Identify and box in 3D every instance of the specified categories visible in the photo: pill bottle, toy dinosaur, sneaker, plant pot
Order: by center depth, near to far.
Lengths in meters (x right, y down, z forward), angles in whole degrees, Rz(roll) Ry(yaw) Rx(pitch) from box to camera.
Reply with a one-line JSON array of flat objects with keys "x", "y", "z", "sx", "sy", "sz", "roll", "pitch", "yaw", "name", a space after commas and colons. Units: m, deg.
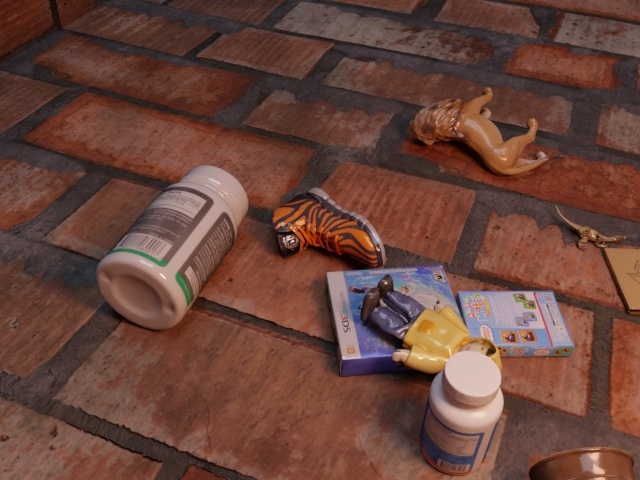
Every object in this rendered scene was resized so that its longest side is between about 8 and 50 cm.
[{"x": 0.429, "y": 0.435, "z": 1.028, "sx": 0.167, "sy": 0.167, "sz": 0.165, "roll": 0, "pitch": 49, "yaw": -2, "name": "plant pot"}, {"x": 0.242, "y": 0.292, "z": 1.124, "sx": 0.124, "sy": 0.222, "sz": 0.124, "roll": 1, "pitch": 42, "yaw": -1, "name": "pill bottle"}, {"x": -0.307, "y": 0.002, "z": 1.442, "sx": 0.204, "sy": 0.204, "sz": 0.361, "roll": 15, "pitch": 43, "yaw": 14, "name": "pill bottle"}, {"x": 0.000, "y": 0.000, "z": 1.536, "sx": 0.180, "sy": 0.125, "sz": 0.321, "roll": -28, "pitch": 39, "yaw": -24, "name": "sneaker"}, {"x": 0.656, "y": -0.018, "z": 1.628, "sx": 0.183, "sy": 0.053, "sz": 0.092, "roll": 26, "pitch": 31, "yaw": 14, "name": "toy dinosaur"}]

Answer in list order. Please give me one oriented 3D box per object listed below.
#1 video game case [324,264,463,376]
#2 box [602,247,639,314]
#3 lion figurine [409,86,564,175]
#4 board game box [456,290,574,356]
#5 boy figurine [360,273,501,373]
[{"x": 0.157, "y": 0.162, "z": 1.389, "sx": 0.269, "sy": 0.061, "sz": 0.244, "roll": -4, "pitch": 43, "yaw": -7, "name": "video game case"}, {"x": 0.762, "y": 0.094, "z": 1.516, "sx": 0.164, "sy": 0.021, "sz": 0.201, "roll": 2, "pitch": 41, "yaw": 0, "name": "box"}, {"x": 0.458, "y": -0.286, "z": 1.845, "sx": 0.240, "sy": 0.142, "sz": 0.392, "roll": -35, "pitch": 57, "yaw": -25, "name": "lion figurine"}, {"x": 0.408, "y": 0.175, "z": 1.399, "sx": 0.211, "sy": 0.039, "sz": 0.160, "roll": 1, "pitch": 42, "yaw": -2, "name": "board game box"}, {"x": 0.210, "y": 0.184, "z": 1.259, "sx": 0.285, "sy": 0.092, "sz": 0.177, "roll": 32, "pitch": 49, "yaw": 29, "name": "boy figurine"}]
